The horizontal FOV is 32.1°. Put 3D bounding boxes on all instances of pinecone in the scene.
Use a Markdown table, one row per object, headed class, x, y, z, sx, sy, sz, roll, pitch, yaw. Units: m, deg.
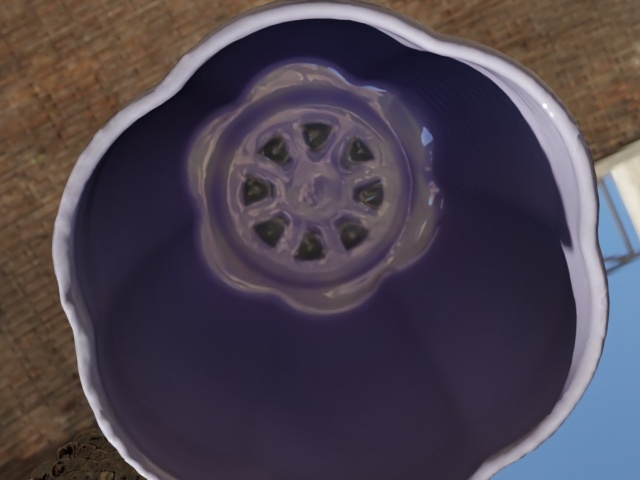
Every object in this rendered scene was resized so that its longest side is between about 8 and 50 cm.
| class | x | y | z | sx | sy | sz | roll | pitch | yaw |
| --- | --- | --- | --- | --- | --- | --- | --- | --- | --- |
| pinecone | -0.191 | 0.274 | 1.065 | 0.162 | 0.165 | 0.163 | -3 | -130 | 4 |

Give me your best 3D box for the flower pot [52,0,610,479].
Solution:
| class | x | y | z | sx | sy | sz | roll | pitch | yaw |
| --- | --- | --- | --- | --- | --- | --- | --- | --- | --- |
| flower pot | 0.000 | 0.000 | 0.627 | 0.265 | 0.265 | 0.243 | -27 | -168 | 1 |
